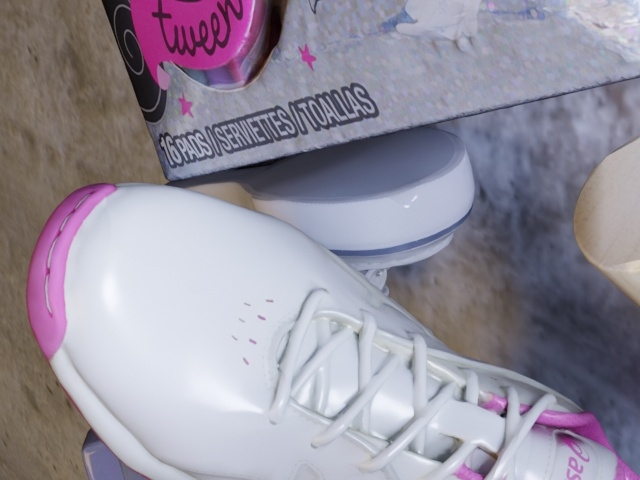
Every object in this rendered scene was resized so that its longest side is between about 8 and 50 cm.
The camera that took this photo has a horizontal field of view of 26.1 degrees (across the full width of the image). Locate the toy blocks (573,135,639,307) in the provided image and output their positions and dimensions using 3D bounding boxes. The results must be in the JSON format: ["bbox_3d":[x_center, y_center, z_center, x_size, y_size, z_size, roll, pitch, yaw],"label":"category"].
[{"bbox_3d":[0.180,0.166,0.312,0.288,0.309,0.260,9,158,47],"label":"toy blocks"}]

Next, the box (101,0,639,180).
[{"bbox_3d":[0.044,-0.118,0.422,0.247,0.163,0.142,-8,104,58],"label":"box"}]

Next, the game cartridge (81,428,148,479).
[{"bbox_3d":[-0.060,0.241,0.811,0.230,0.068,0.355,-119,15,-79],"label":"game cartridge"}]

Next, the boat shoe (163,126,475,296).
[{"bbox_3d":[0.000,0.000,0.653,0.258,0.095,0.084,7,119,67],"label":"boat shoe"}]

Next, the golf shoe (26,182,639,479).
[{"bbox_3d":[0.033,0.067,0.518,0.140,0.115,0.306,-7,145,46],"label":"golf shoe"}]
